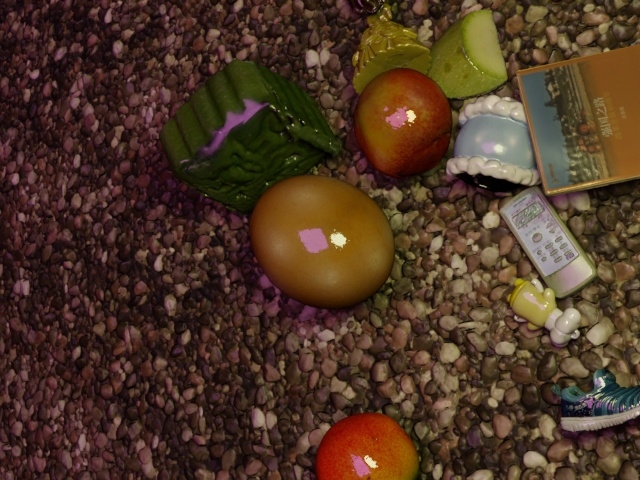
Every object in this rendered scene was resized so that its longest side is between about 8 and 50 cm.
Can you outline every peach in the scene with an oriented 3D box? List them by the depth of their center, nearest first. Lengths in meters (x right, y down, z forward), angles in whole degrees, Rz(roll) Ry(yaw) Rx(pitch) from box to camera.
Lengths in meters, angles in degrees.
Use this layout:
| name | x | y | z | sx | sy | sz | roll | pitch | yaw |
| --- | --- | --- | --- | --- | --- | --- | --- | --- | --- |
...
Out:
| name | x | y | z | sx | sy | sz | roll | pitch | yaw |
| --- | --- | --- | --- | --- | --- | --- | --- | --- | --- |
| peach | 0.177 | -0.251 | 1.757 | 0.230 | 0.231 | 0.231 | -6 | 79 | 30 |

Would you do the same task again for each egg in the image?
| name | x | y | z | sx | sy | sz | roll | pitch | yaw |
| --- | --- | --- | --- | --- | --- | --- | --- | --- | --- |
| egg | 0.000 | 0.000 | 1.778 | 0.351 | 0.282 | 0.283 | 32 | 99 | 30 |

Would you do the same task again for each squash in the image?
| name | x | y | z | sx | sy | sz | roll | pitch | yaw |
| --- | --- | --- | --- | --- | --- | --- | --- | --- | --- |
| squash | 0.299 | -0.406 | 1.786 | 0.184 | 0.085 | 0.192 | -19 | 71 | 26 |

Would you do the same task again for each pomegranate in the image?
| name | x | y | z | sx | sy | sz | roll | pitch | yaw |
| --- | --- | --- | --- | --- | --- | --- | --- | --- | --- |
| pomegranate | 0.109 | 0.480 | 1.678 | 0.256 | 0.221 | 0.221 | 39 | 102 | 22 |

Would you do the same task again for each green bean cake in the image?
| name | x | y | z | sx | sy | sz | roll | pitch | yaw |
| --- | --- | --- | --- | --- | --- | --- | --- | --- | --- |
| green bean cake | -0.162 | -0.220 | 1.897 | 0.319 | 0.335 | 0.218 | -41 | 54 | 22 |

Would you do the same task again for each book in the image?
| name | x | y | z | sx | sy | sz | roll | pitch | yaw |
| --- | --- | --- | --- | --- | --- | --- | --- | --- | --- |
| book | 0.585 | -0.243 | 1.547 | 0.373 | 0.028 | 0.263 | -11 | 75 | 8 |

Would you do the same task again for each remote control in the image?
| name | x | y | z | sx | sy | sz | roll | pitch | yaw |
| --- | --- | --- | --- | --- | --- | --- | --- | --- | --- |
| remote control | 0.459 | 0.002 | 1.647 | 0.098 | 0.038 | 0.234 | -37 | 64 | 20 |

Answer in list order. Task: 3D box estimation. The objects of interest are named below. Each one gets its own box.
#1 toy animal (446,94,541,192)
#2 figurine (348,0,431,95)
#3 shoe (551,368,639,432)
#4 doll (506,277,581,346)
| name | x | y | z | sx | sy | sz | roll | pitch | yaw |
| --- | --- | --- | --- | --- | --- | --- | --- | --- | --- |
| toy animal | 0.358 | -0.202 | 1.668 | 0.208 | 0.156 | 0.204 | 12 | 84 | 36 |
| figurine | 0.134 | -0.509 | 1.884 | 0.187 | 0.167 | 0.315 | 121 | 143 | -56 |
| shoe | 0.537 | 0.291 | 1.516 | 0.207 | 0.091 | 0.106 | -19 | 78 | 31 |
| doll | 0.444 | 0.143 | 1.613 | 0.162 | 0.062 | 0.106 | 40 | 130 | 31 |
